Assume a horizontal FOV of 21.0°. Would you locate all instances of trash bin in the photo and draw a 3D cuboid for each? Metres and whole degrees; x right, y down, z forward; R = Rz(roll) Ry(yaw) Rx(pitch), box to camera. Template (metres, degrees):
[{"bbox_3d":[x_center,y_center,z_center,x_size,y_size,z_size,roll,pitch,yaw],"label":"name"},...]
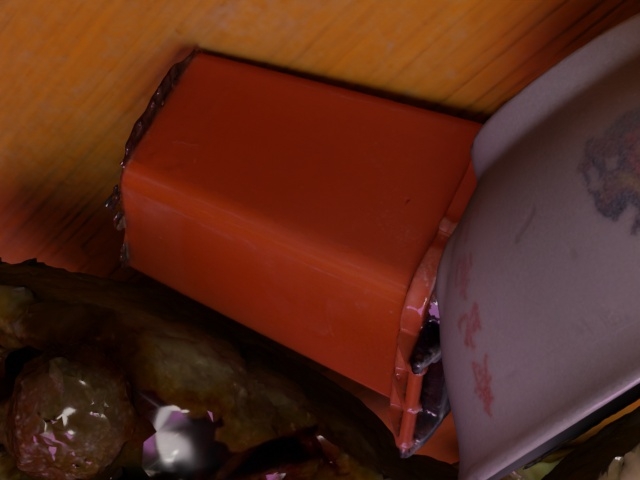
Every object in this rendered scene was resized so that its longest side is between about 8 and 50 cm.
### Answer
[{"bbox_3d":[0.000,0.000,1.045,0.239,0.184,0.161,19,147,11],"label":"trash bin"}]

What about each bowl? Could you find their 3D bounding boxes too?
[{"bbox_3d":[0.175,-0.020,0.877,0.157,0.345,0.345,57,146,11],"label":"bowl"}]

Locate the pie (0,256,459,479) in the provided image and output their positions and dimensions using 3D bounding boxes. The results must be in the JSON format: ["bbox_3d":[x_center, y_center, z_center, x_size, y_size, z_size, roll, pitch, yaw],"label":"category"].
[{"bbox_3d":[-0.079,0.144,1.176,0.418,0.180,0.395,21,-178,-31],"label":"pie"}]

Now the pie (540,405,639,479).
[{"bbox_3d":[0.254,0.084,0.946,0.077,0.339,0.339,58,146,10],"label":"pie"}]

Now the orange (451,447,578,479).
[{"bbox_3d":[0.180,0.244,1.295,0.237,0.179,0.158,-18,153,38],"label":"orange"}]
